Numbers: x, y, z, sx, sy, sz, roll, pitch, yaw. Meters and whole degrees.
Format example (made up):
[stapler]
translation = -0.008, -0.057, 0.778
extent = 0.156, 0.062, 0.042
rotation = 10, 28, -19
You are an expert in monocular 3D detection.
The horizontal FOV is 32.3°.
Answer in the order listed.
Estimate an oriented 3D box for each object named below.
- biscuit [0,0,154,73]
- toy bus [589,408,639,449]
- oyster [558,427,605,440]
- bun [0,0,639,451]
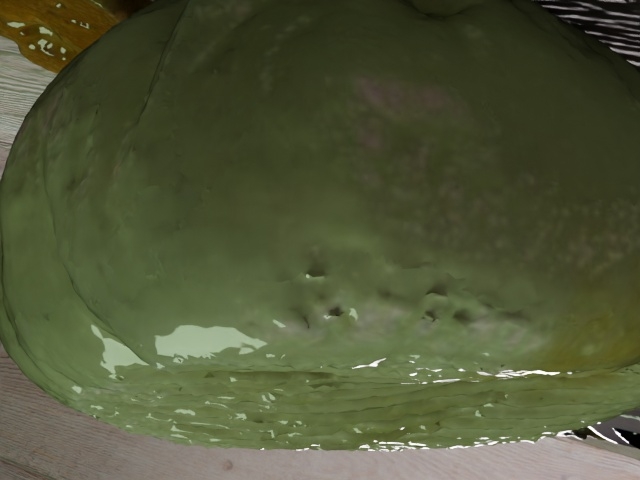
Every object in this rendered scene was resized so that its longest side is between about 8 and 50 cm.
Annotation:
[biscuit]
translation = -0.175, -0.149, 0.679
extent = 0.249, 0.035, 0.184
rotation = 23, 168, -16
[toy bus]
translation = 0.267, 0.082, 0.774
extent = 0.203, 0.142, 0.142
rotation = 11, 166, 36
[oyster]
translation = 0.225, 0.116, 1.062
extent = 0.198, 0.133, 0.337
rotation = -1, 163, 40
[bun]
translation = 0.018, -0.012, 0.549
extent = 0.365, 0.219, 0.365
rotation = 0, 163, 0
